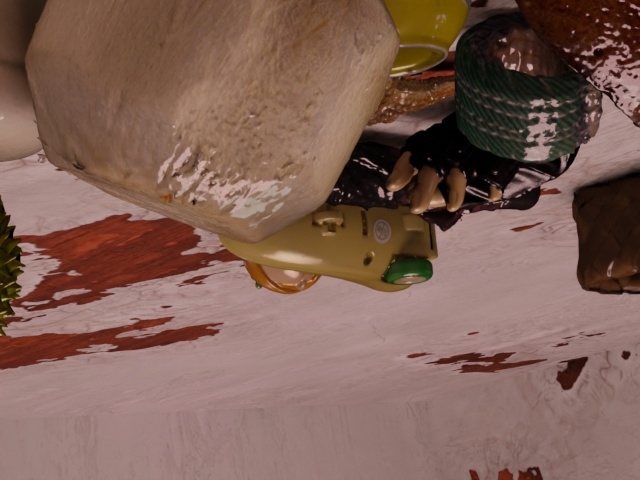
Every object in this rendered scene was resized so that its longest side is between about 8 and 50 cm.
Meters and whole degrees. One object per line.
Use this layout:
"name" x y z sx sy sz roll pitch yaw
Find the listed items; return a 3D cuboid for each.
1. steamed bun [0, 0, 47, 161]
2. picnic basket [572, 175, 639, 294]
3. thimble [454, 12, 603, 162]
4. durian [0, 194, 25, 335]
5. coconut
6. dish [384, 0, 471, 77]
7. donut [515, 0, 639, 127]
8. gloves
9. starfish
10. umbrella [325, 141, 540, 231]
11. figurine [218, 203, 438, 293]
"steamed bun" -0.285 -0.135 1.329 0.164 0.146 0.242 -10 170 30
"picnic basket" 0.511 0.059 2.414 0.337 0.337 0.293 -19 165 40
"thimble" 0.183 -0.138 1.655 0.118 0.135 0.090 -22 132 -21
"durian" -0.406 0.031 1.707 0.291 0.291 0.225 -17 174 35
"coconut" -0.072 -0.138 1.288 0.245 0.247 0.245 21 175 2
"dish" 0.054 -0.181 1.528 0.149 0.080 0.208 -17 167 31
"donut" 0.297 -0.175 1.587 0.295 0.151 0.112 4 153 -43
"gloves" 0.162 -0.085 1.941 0.203 0.124 0.164 -5 155 -26
"starfish" 0.021 -0.133 1.779 0.302 0.060 0.299 2 162 -44
"umbrella" 0.114 -0.070 2.076 0.326 0.094 0.090 2 120 -36
"figurine" 0.000 0.000 2.258 0.325 0.124 0.222 6 165 -41
